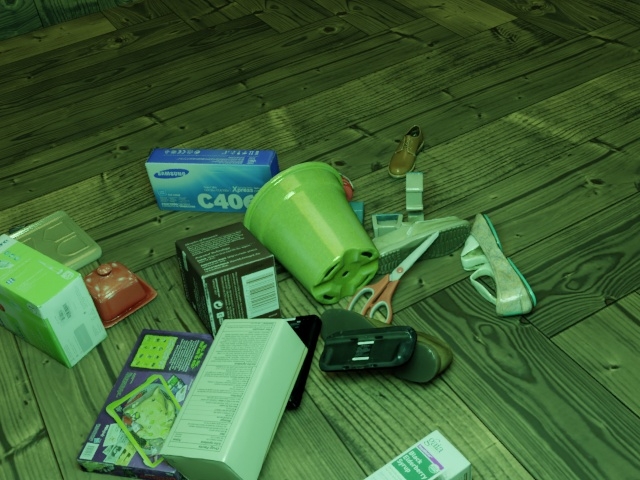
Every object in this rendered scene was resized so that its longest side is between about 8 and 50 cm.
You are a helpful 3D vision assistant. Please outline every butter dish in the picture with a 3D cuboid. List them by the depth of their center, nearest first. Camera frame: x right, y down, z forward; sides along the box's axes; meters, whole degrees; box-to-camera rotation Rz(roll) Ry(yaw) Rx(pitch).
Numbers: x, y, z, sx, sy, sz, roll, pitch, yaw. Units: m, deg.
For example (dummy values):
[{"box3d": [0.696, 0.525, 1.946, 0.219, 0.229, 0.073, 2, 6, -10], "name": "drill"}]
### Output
[{"box3d": [-0.501, 0.106, 1.792, 0.160, 0.118, 0.160, -35, 48, -28], "name": "butter dish"}]

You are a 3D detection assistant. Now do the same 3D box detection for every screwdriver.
[{"box3d": [-0.777, -0.042, 2.088, 0.170, 0.024, 0.025, -13, 11, -9], "name": "screwdriver"}]

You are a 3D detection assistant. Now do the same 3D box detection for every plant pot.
[{"box3d": [0.000, 0.000, 1.755, 0.276, 0.276, 0.254, -25, 54, -19], "name": "plant pot"}]

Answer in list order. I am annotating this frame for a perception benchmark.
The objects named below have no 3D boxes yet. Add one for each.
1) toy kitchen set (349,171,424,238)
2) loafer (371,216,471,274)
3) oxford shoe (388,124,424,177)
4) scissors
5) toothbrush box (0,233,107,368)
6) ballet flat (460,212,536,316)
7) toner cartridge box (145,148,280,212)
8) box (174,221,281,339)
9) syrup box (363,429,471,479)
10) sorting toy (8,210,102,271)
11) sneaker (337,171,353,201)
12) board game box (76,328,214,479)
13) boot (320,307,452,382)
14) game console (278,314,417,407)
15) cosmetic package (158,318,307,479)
[{"box3d": [0.155, -0.099, 1.893, 0.207, 0.166, 0.122, -2, 38, 7], "name": "toy kitchen set"}, {"box3d": [0.234, -0.006, 1.821, 0.269, 0.101, 0.092, -17, 47, -11], "name": "loafer"}, {"box3d": [0.240, -0.254, 2.137, 0.076, 0.076, 0.212, 10, 45, 18], "name": "oxford shoe"}, {"box3d": [0.163, 0.078, 1.727, 0.109, 0.021, 0.297, 21, 68, 27], "name": "scissors"}, {"box3d": [-0.647, 0.135, 1.713, 0.283, 0.206, 0.122, 23, 49, 30], "name": "toothbrush box"}, {"box3d": [0.386, 0.053, 1.732, 0.106, 0.107, 0.316, -22, 39, 4], "name": "ballet flat"}, {"box3d": [-0.284, -0.161, 2.039, 0.348, 0.165, 0.075, 2, 41, 12], "name": "toner cartridge box"}, {"box3d": [-0.208, 0.087, 1.696, 0.167, 0.168, 0.203, -18, 30, -21], "name": "box"}, {"box3d": [0.144, 0.443, 1.306, 0.237, 0.096, 0.093, -28, 44, -21], "name": "syrup box"}, {"box3d": [-0.755, 0.052, 1.964, 0.307, 0.041, 0.229, -32, 50, -26], "name": "sorting toy"}, {"box3d": [-0.046, -0.100, 1.945, 0.279, 0.107, 0.118, -23, 28, -5], "name": "sneaker"}, {"box3d": [-0.333, 0.330, 1.557, 0.208, 0.056, 0.346, 0, 40, 16], "name": "board game box"}, {"box3d": [0.136, 0.218, 1.600, 0.305, 0.112, 0.115, 17, 15, 34], "name": "boot"}, {"box3d": [0.018, 0.239, 1.523, 0.362, 0.044, 0.213, -9, 42, 27], "name": "game console"}, {"box3d": [-0.159, 0.304, 1.444, 0.160, 0.113, 0.309, -4, 47, 33], "name": "cosmetic package"}]
